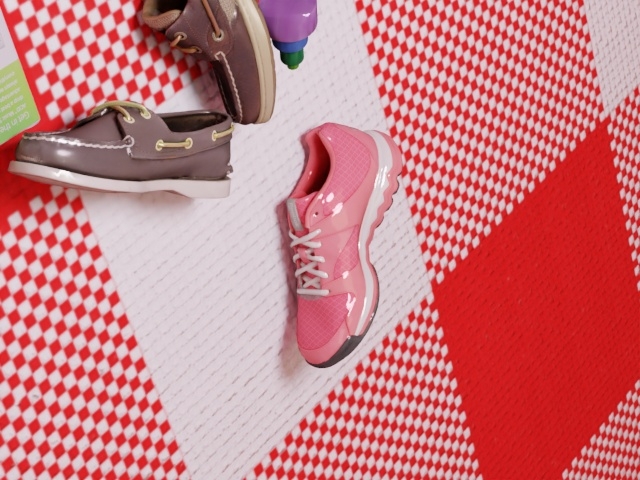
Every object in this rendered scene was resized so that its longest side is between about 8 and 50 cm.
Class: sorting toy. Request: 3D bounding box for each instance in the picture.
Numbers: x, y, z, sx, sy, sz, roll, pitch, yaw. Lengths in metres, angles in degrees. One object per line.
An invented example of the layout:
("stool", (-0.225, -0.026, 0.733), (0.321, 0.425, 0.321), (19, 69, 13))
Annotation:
("sorting toy", (0.020, -0.339, 1.859), (0.126, 0.127, 0.365), (87, 23, -52))

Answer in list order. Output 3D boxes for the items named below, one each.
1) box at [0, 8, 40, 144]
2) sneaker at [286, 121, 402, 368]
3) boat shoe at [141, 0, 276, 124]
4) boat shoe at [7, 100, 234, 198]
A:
("box", (-0.406, -0.200, 1.435), (0.232, 0.058, 0.322), (-39, 125, -38))
("sneaker", (0.000, 0.000, 1.942), (0.136, 0.116, 0.314), (20, 76, -40))
("boat shoe", (-0.140, -0.264, 1.710), (0.123, 0.123, 0.342), (-23, 131, -11))
("boat shoe", (-0.202, -0.101, 1.647), (0.324, 0.117, 0.096), (0, 102, -56))
